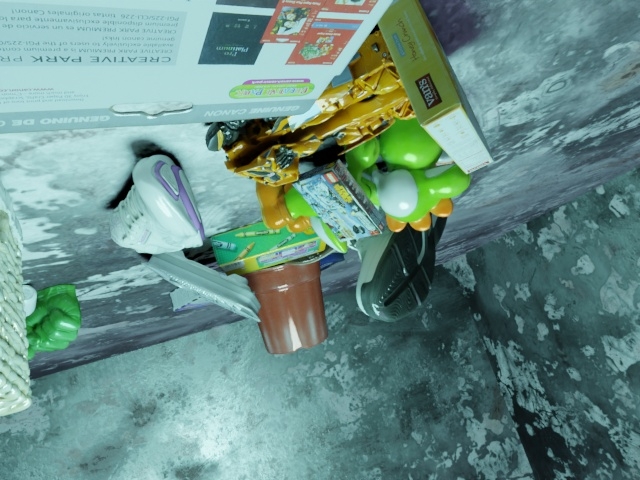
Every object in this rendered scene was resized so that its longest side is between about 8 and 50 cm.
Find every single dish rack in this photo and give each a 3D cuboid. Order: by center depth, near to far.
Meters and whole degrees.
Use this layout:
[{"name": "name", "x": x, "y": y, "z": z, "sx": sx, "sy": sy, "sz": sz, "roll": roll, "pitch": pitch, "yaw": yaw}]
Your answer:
[{"name": "dish rack", "x": -0.277, "y": 0.111, "z": 1.179, "sx": 0.285, "sy": 0.073, "sz": 0.333, "roll": 24, "pitch": 166, "yaw": 3}]

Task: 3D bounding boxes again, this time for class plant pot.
[{"name": "plant pot", "x": -0.101, "y": 0.199, "z": 1.461, "sx": 0.272, "sy": 0.266, "sz": 0.272, "roll": -13, "pitch": -178, "yaw": 0}]

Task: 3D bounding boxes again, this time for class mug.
[{"name": "mug", "x": -0.661, "y": 0.130, "z": 1.016, "sx": 0.078, "sy": 0.062, "sz": 0.064, "roll": -13, "pitch": 160, "yaw": -48}]

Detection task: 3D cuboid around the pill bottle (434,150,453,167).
[{"name": "pill bottle", "x": 0.222, "y": -0.167, "z": 0.919, "sx": 0.085, "sy": 0.086, "sz": 0.152, "roll": -17, "pitch": 167, "yaw": -4}]

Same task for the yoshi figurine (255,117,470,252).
[{"name": "yoshi figurine", "x": 0.074, "y": -0.124, "z": 0.830, "sx": 0.361, "sy": 0.204, "sz": 0.203, "roll": -9, "pitch": 133, "yaw": 21}]

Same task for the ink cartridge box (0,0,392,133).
[{"name": "ink cartridge box", "x": -0.106, "y": -0.191, "z": 0.282, "sx": 0.309, "sy": 0.130, "sz": 0.272, "roll": -11, "pitch": 167, "yaw": -28}]

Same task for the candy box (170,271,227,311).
[{"name": "candy box", "x": -0.368, "y": 0.164, "z": 1.522, "sx": 0.196, "sy": 0.070, "sz": 0.164, "roll": -28, "pitch": 163, "yaw": 39}]

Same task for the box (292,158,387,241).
[{"name": "box", "x": 0.031, "y": -0.059, "z": 0.740, "sx": 0.093, "sy": 0.137, "sz": 0.027, "roll": -11, "pitch": -142, "yaw": 45}]

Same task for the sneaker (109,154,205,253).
[{"name": "sneaker", "x": -0.270, "y": -0.032, "z": 0.744, "sx": 0.152, "sy": 0.114, "sz": 0.305, "roll": -16, "pitch": 167, "yaw": -13}]

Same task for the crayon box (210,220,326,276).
[{"name": "crayon box", "x": -0.123, "y": 0.008, "z": 1.185, "sx": 0.278, "sy": 0.081, "sz": 0.165, "roll": -16, "pitch": 167, "yaw": -7}]

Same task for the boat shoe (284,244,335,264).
[{"name": "boat shoe", "x": 0.003, "y": 0.008, "z": 1.337, "sx": 0.257, "sy": 0.095, "sz": 0.095, "roll": -19, "pitch": 173, "yaw": 1}]

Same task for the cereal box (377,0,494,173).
[{"name": "cereal box", "x": 0.138, "y": -0.184, "z": 0.549, "sx": 0.047, "sy": 0.173, "sz": 0.240, "roll": -25, "pitch": 166, "yaw": 24}]

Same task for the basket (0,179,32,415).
[{"name": "basket", "x": -0.471, "y": 0.052, "z": 0.423, "sx": 0.330, "sy": 0.267, "sz": 0.328, "roll": -13, "pitch": 158, "yaw": -26}]

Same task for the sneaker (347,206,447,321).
[{"name": "sneaker", "x": 0.117, "y": 0.022, "z": 1.052, "sx": 0.257, "sy": 0.169, "sz": 0.448, "roll": -9, "pitch": -152, "yaw": 33}]

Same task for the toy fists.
[{"name": "toy fists", "x": -0.698, "y": 0.212, "z": 1.111, "sx": 0.278, "sy": 0.143, "sz": 0.096, "roll": -21, "pitch": 167, "yaw": 9}]

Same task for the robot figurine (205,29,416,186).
[{"name": "robot figurine", "x": -0.013, "y": -0.159, "z": 0.636, "sx": 0.290, "sy": 0.085, "sz": 0.211, "roll": -24, "pitch": 165, "yaw": 25}]

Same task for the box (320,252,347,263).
[{"name": "box", "x": -0.004, "y": 0.088, "z": 1.786, "sx": 0.136, "sy": 0.037, "sz": 0.225, "roll": -28, "pitch": 165, "yaw": 37}]
